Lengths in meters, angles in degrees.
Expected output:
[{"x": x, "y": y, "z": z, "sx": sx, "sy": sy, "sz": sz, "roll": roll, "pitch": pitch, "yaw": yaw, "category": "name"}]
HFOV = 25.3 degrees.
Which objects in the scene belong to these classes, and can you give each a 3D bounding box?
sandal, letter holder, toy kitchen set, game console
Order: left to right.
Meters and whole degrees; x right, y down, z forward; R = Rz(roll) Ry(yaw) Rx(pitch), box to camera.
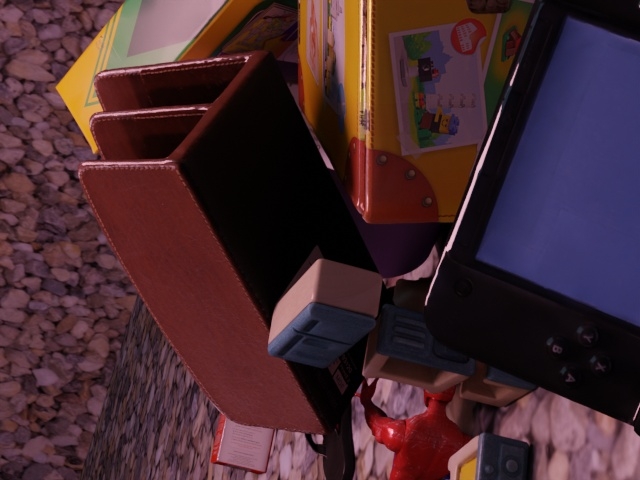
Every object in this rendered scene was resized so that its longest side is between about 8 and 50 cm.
[{"x": -0.100, "y": 0.006, "z": 1.246, "sx": 0.214, "sy": 0.302, "sz": 0.152, "roll": 0, "pitch": 41, "yaw": 35, "category": "letter holder"}, {"x": 0.007, "y": 0.212, "z": 1.605, "sx": 0.179, "sy": 0.040, "sz": 0.067, "roll": -98, "pitch": 26, "yaw": -59, "category": "sandal"}, {"x": 0.066, "y": 0.131, "z": 1.087, "sx": 0.122, "sy": 0.207, "sz": 0.166, "roll": 130, "pitch": 152, "yaw": -63, "category": "toy kitchen set"}, {"x": 0.199, "y": -0.014, "z": 0.807, "sx": 0.173, "sy": 0.250, "sz": 0.293, "roll": -30, "pitch": -39, "yaw": -70, "category": "game console"}]

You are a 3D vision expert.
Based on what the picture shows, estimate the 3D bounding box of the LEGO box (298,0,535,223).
[{"x": 0.096, "y": -0.308, "z": 1.180, "sx": 0.372, "sy": 0.193, "sz": 0.500, "roll": -114, "pitch": 23, "yaw": -69, "category": "LEGO box"}]

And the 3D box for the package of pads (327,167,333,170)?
[{"x": 0.000, "y": 0.000, "z": 1.736, "sx": 0.229, "sy": 0.101, "sz": 0.297, "roll": 149, "pitch": 135, "yaw": -71, "category": "package of pads"}]

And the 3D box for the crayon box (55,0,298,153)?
[{"x": -0.060, "y": -0.237, "z": 1.572, "sx": 0.313, "sy": 0.363, "sz": 0.106, "roll": -41, "pitch": 72, "yaw": 35, "category": "crayon box"}]

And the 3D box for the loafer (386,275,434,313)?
[{"x": 0.095, "y": 0.064, "z": 1.385, "sx": 0.148, "sy": 0.050, "sz": 0.056, "roll": 146, "pitch": 137, "yaw": -71, "category": "loafer"}]

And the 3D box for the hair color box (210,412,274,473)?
[{"x": -0.098, "y": 0.240, "z": 1.942, "sx": 0.043, "sy": 0.072, "sz": 0.141, "roll": 144, "pitch": 140, "yaw": -69, "category": "hair color box"}]

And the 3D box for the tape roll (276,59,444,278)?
[{"x": 0.001, "y": -0.077, "z": 1.436, "sx": 0.275, "sy": 0.274, "sz": 0.090, "roll": -97, "pitch": 27, "yaw": -58, "category": "tape roll"}]

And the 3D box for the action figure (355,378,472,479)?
[{"x": 0.063, "y": 0.231, "z": 1.248, "sx": 0.139, "sy": 0.091, "sz": 0.280, "roll": -114, "pitch": 39, "yaw": -72, "category": "action figure"}]
